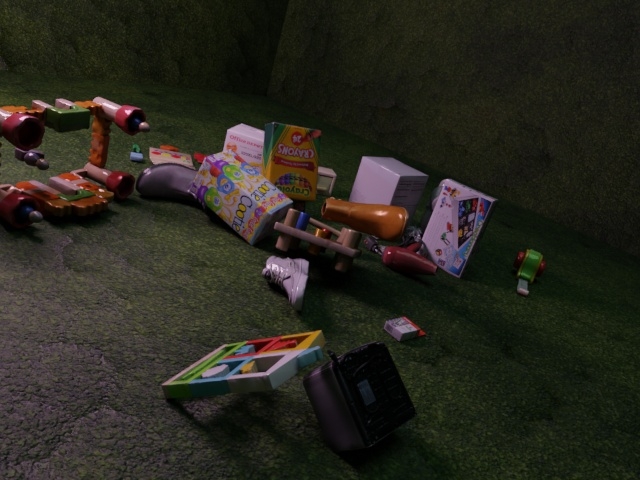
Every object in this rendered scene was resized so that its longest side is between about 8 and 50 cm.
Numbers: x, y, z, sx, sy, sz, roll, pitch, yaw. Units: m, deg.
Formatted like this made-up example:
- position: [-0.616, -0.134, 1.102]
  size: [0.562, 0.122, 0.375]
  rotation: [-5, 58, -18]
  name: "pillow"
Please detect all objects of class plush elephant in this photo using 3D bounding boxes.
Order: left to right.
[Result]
- position: [0.521, -0.074, 2.081]
  size: [0.329, 0.272, 0.255]
  rotation: [-29, 19, -32]
  name: "plush elephant"

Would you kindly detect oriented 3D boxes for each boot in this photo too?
- position: [-0.423, -0.160, 1.809]
  size: [0.338, 0.118, 0.223]
  rotation: [-9, 41, -37]
  name: "boot"
- position: [-0.098, 0.110, 1.443]
  size: [0.123, 0.095, 0.258]
  rotation: [10, 14, -3]
  name: "boot"
- position: [0.117, -0.068, 1.582]
  size: [0.211, 0.104, 0.295]
  rotation: [14, -2, -14]
  name: "boot"

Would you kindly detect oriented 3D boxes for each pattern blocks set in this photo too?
- position: [-0.601, -0.330, 2.185]
  size: [0.324, 0.026, 0.285]
  rotation: [12, 22, -14]
  name: "pattern blocks set"

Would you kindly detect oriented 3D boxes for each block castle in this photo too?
- position: [-0.690, -0.224, 1.494]
  size: [0.212, 0.303, 0.453]
  rotation: [24, 24, 15]
  name: "block castle"

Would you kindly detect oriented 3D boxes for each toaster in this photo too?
- position: [0.072, 0.287, 1.020]
  size: [0.168, 0.110, 0.186]
  rotation: [-10, 71, -49]
  name: "toaster"

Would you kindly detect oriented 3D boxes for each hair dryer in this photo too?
- position: [0.305, 0.034, 1.864]
  size: [0.223, 0.080, 0.293]
  rotation: [-12, 34, -20]
  name: "hair dryer"

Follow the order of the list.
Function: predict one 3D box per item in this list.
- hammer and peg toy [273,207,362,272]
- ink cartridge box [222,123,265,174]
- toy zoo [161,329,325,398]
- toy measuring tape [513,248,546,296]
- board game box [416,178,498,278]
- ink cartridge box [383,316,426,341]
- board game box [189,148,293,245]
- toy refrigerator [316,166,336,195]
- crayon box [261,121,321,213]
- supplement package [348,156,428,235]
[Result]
- position: [0.000, 0.000, 1.682]
  size: [0.265, 0.128, 0.361]
  rotation: [20, 2, 6]
  name: "hammer and peg toy"
- position: [-0.284, -0.313, 2.102]
  size: [0.171, 0.233, 0.168]
  rotation: [18, 21, 3]
  name: "ink cartridge box"
- position: [-0.120, 0.224, 0.984]
  size: [0.293, 0.030, 0.192]
  rotation: [-14, 7, 29]
  name: "toy zoo"
- position: [0.798, 0.108, 2.061]
  size: [0.121, 0.122, 0.330]
  rotation: [23, 23, 16]
  name: "toy measuring tape"
- position: [0.484, -0.043, 1.930]
  size: [0.192, 0.306, 0.053]
  rotation: [31, 23, 30]
  name: "board game box"
- position: [0.231, 0.234, 1.446]
  size: [0.115, 0.029, 0.063]
  rotation: [-4, 29, -41]
  name: "ink cartridge box"
- position: [-0.251, -0.141, 1.715]
  size: [0.275, 0.142, 0.144]
  rotation: [41, 33, 8]
  name: "board game box"
- position: [-0.075, -0.276, 2.348]
  size: [0.269, 0.102, 0.094]
  rotation: [10, 23, -20]
  name: "toy refrigerator"
- position: [-0.112, -0.259, 1.988]
  size: [0.202, 0.319, 0.081]
  rotation: [3, 3, -30]
  name: "crayon box"
- position: [0.256, -0.171, 2.123]
  size: [0.198, 0.263, 0.199]
  rotation: [-7, 32, -45]
  name: "supplement package"
